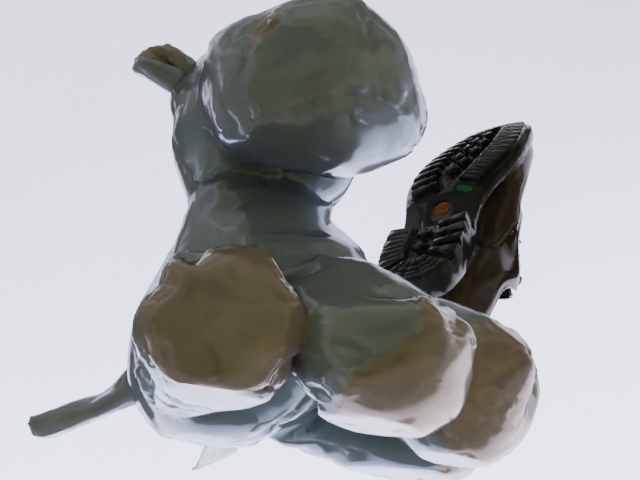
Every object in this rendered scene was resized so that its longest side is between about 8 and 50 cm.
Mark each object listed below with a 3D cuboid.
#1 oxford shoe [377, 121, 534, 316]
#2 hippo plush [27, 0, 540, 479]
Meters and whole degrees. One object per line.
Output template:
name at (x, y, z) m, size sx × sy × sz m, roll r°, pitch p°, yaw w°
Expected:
oxford shoe at (0.112, -0.006, 0.972) m, size 0.083 × 0.096 × 0.227 m, roll -11°, pitch -148°, yaw 37°
hippo plush at (0.000, 0.000, 0.736) m, size 0.234 × 0.294 × 0.236 m, roll 15°, pitch -110°, yaw -19°
